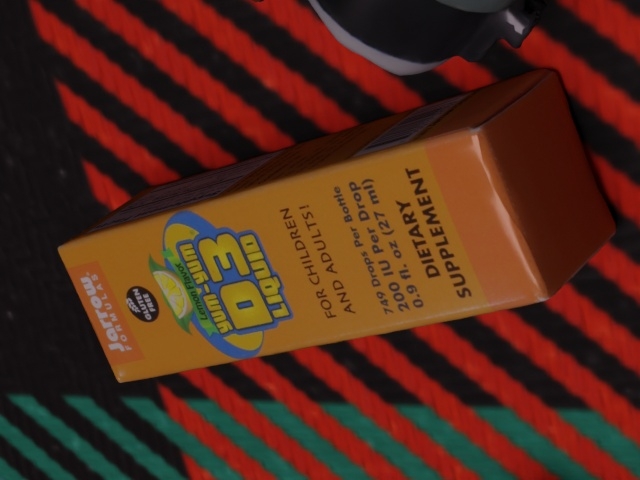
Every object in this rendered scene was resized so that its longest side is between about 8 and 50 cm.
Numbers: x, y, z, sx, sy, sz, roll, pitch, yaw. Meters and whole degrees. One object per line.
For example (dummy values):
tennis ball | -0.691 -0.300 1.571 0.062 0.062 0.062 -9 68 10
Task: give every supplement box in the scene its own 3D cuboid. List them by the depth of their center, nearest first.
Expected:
supplement box | 0.000 0.000 0.680 0.233 0.080 0.078 -14 105 39

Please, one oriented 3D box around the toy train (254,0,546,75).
toy train | 0.055 -0.196 0.504 0.190 0.142 0.334 36 130 -2
